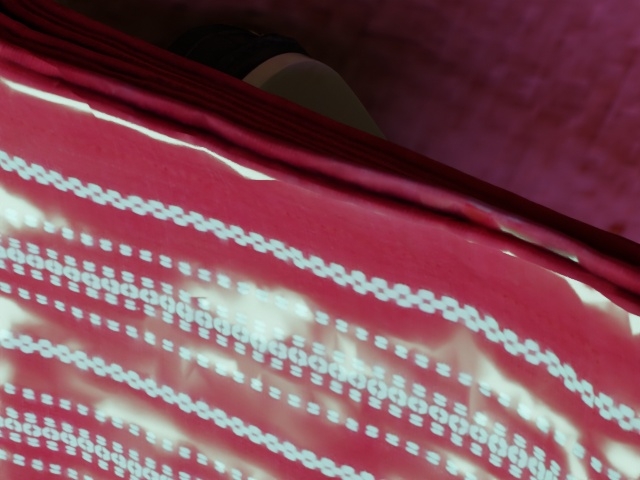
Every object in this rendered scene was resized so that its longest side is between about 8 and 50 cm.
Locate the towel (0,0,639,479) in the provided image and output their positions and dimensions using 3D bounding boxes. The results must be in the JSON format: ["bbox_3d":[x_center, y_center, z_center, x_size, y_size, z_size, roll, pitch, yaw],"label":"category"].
[{"bbox_3d":[-0.011,0.081,0.479,0.031,0.199,0.275,-42,146,-43],"label":"towel"}]

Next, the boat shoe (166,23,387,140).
[{"bbox_3d":[0.001,-0.001,0.492,0.049,0.042,0.133,-43,132,-14],"label":"boat shoe"}]
